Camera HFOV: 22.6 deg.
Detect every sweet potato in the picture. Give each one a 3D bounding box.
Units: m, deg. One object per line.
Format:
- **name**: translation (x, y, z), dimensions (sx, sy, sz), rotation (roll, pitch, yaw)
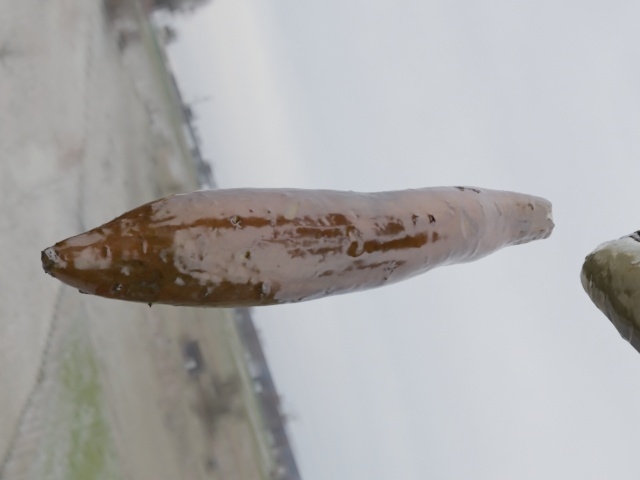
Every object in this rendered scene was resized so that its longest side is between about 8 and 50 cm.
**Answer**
- **sweet potato**: translation (0.000, 0.001, 0.732), dimensions (0.057, 0.264, 0.057), rotation (177, -90, -65)

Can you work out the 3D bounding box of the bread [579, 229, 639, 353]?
- **bread**: translation (0.166, 0.042, 0.621), dimensions (0.053, 0.073, 0.214), rotation (-65, -151, 15)
